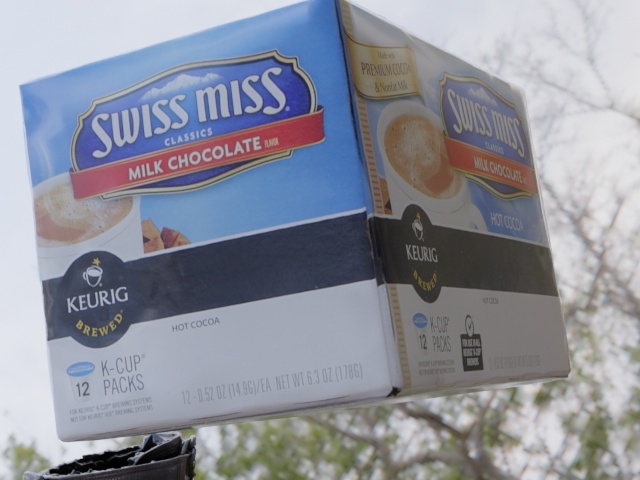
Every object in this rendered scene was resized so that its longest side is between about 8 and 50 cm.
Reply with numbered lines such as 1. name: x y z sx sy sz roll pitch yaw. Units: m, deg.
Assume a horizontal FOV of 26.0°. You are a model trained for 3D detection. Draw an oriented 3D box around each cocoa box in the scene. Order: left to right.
1. cocoa box: 0.000 0.000 0.930 0.347 0.231 0.228 8 -107 -64

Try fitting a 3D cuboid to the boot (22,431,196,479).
1. boot: -0.105 0.257 1.028 0.263 0.091 0.229 2 -92 -50
